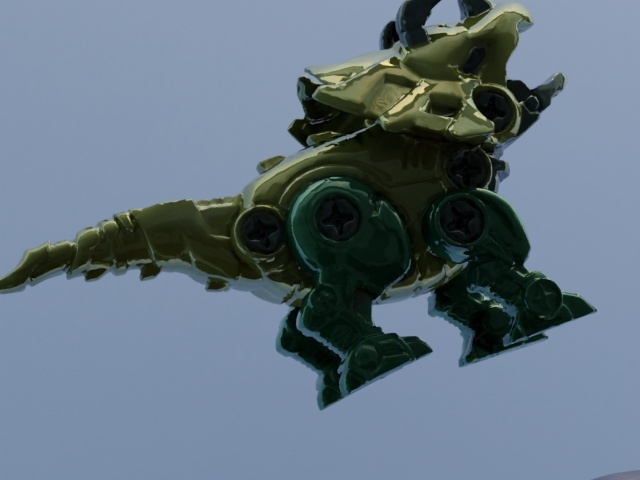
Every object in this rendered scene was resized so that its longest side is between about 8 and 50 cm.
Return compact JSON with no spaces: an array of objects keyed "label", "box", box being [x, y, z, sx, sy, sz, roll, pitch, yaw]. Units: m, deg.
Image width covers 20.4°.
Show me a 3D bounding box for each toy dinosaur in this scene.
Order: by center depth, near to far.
[{"label":"toy dinosaur","box":[0.000,0.000,0.722,0.259,0.094,0.153,-25,-98,-17]}]

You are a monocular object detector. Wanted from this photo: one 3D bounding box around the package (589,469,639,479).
[{"label":"package","box":[0.145,0.128,0.563,0.288,0.223,0.108,-6,-85,22]}]
